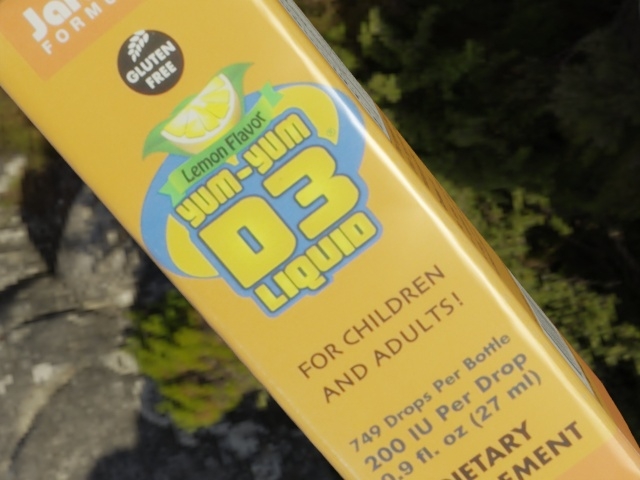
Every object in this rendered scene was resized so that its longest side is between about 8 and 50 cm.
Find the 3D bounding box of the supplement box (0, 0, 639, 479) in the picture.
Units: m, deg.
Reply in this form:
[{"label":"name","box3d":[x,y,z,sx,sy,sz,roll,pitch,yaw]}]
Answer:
[{"label":"supplement box","box3d":[0.000,0.000,0.421,0.078,0.080,0.233,-38,103,9]}]
